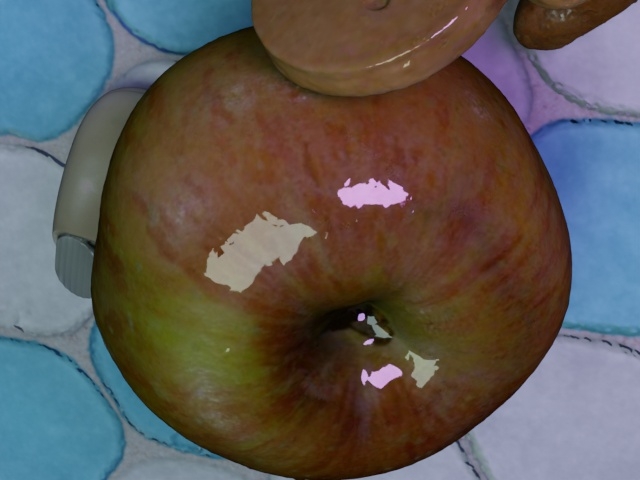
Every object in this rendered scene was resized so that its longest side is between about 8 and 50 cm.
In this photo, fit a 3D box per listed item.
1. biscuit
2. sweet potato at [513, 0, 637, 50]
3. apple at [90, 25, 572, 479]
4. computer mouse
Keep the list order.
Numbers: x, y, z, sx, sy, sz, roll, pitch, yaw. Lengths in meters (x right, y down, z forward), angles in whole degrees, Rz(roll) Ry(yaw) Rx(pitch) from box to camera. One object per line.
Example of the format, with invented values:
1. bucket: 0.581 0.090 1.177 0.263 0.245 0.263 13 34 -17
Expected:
1. biscuit: 0.102 -0.245 1.382 0.355 0.275 0.052 -33 136 3
2. sweet potato: 0.265 -0.270 1.434 0.106 0.095 0.354 55 128 32
3. apple: 0.000 0.000 1.547 0.400 0.333 0.400 -7 122 -11
4. computer mouse: -0.176 -0.031 1.739 0.145 0.082 0.236 23 123 4
